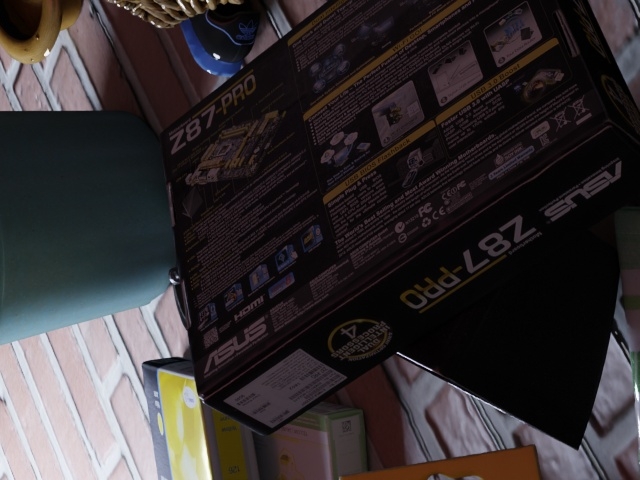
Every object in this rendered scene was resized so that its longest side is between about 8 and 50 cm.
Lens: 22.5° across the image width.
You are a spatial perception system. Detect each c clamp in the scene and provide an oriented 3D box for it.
[{"bbox_3d":[-0.142,0.040,1.925,0.161,0.022,0.137,-46,65,49],"label":"c clamp"}]

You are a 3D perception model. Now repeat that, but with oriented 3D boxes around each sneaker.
[{"bbox_3d":[-0.138,-0.292,1.787,0.232,0.081,0.090,54,135,24],"label":"sneaker"}]

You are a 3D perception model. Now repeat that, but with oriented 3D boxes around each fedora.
[{"bbox_3d":[-0.372,-0.326,2.124,0.194,0.079,0.194,16,111,47],"label":"fedora"}]

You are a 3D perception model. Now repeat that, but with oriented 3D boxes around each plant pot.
[{"bbox_3d":[-0.375,-0.019,1.972,0.341,0.334,0.341,18,112,53],"label":"plant pot"},{"bbox_3d":[0.140,0.043,1.343,0.187,0.188,0.167,25,85,51],"label":"plant pot"}]

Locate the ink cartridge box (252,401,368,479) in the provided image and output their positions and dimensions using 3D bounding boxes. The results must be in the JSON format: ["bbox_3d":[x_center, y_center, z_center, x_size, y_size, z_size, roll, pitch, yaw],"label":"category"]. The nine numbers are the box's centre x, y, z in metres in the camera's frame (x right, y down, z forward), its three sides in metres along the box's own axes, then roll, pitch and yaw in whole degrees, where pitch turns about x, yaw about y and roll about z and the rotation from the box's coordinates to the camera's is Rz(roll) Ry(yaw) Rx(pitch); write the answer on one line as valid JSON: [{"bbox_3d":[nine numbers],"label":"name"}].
[{"bbox_3d":[-0.009,0.291,1.755,0.171,0.056,0.235,3,98,56],"label":"ink cartridge box"}]

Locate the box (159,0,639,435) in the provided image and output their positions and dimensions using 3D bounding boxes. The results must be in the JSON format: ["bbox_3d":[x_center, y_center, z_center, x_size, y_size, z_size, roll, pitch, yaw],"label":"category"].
[{"bbox_3d":[0.049,-0.072,1.300,0.395,0.097,0.318,-36,45,22],"label":"box"}]

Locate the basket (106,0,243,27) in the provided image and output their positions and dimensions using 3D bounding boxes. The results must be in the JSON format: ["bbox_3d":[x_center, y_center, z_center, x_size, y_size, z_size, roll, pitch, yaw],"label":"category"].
[{"bbox_3d":[-0.124,-0.392,1.636,0.223,0.213,0.299,-21,64,28],"label":"basket"}]

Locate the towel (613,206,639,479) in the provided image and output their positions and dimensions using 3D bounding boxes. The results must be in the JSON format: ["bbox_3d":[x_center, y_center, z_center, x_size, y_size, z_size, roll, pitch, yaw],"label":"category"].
[{"bbox_3d":[0.324,0.135,1.231,0.248,0.038,0.325,1,98,57],"label":"towel"}]

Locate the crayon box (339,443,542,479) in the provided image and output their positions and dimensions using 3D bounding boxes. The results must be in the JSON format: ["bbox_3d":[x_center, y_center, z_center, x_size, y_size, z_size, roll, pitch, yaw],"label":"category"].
[{"bbox_3d":[0.152,0.348,1.432,0.203,0.083,0.323,-14,86,30],"label":"crayon box"}]

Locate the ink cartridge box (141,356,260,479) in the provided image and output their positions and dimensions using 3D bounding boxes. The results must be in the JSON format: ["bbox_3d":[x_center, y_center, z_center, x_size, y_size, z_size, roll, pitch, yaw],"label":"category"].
[{"bbox_3d":[-0.131,0.293,1.866,0.303,0.072,0.307,173,89,-71],"label":"ink cartridge box"}]
